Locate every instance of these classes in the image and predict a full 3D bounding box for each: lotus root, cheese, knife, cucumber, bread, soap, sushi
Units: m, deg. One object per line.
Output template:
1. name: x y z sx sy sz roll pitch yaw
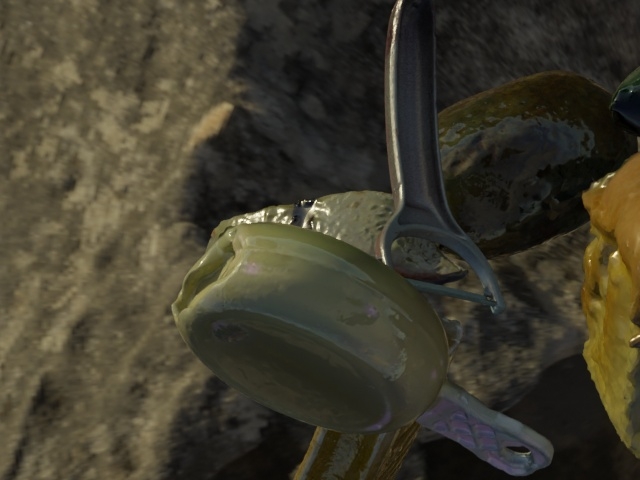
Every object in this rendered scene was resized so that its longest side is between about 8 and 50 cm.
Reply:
1. lotus root: 0.207 -0.077 1.509 0.152 0.275 0.160 21 129 49
2. cheese: 0.031 0.071 0.830 0.227 0.137 0.064 30 59 -13
3. knife: 0.070 -0.074 1.163 0.053 0.123 0.278 -35 50 44
4. cucumber: 0.197 -0.079 0.800 0.048 0.105 0.048 25 124 45
5. bread: 0.228 0.056 0.851 0.251 0.133 0.174 21 124 36
6. soap: 0.041 0.172 1.330 0.073 0.140 0.232 33 132 14
7. sushi: 0.000 0.014 1.325 0.273 0.109 0.134 -5 52 50
